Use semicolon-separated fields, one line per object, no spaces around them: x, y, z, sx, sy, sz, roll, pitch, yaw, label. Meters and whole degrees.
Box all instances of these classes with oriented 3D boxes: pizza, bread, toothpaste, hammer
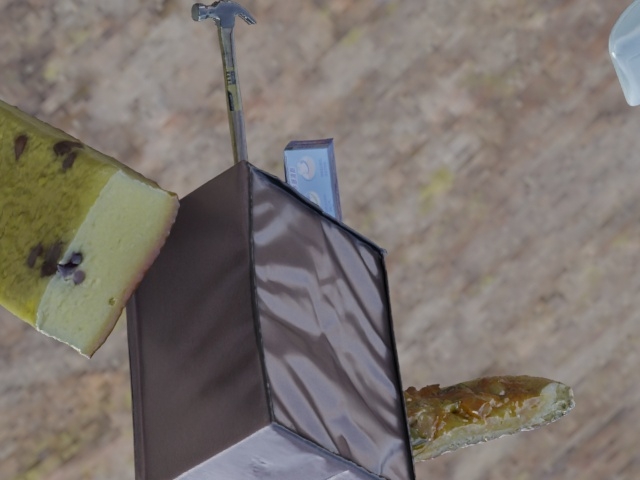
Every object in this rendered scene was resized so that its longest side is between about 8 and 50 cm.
0.112;0.178;1.757;0.292;0.058;0.197;-11;-174;37;pizza
-0.248;-0.032;1.391;0.077;0.361;0.138;29;89;-37;bread
0.000;0.000;2.339;0.053;0.066;0.272;-58;142;-69;toothpaste
-0.081;-0.138;1.654;0.062;0.017;0.182;-13;102;-31;hammer

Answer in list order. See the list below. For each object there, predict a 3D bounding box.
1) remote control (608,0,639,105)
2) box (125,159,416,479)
0.372;-0.239;1.548;0.293;0.051;0.103;-44;144;-7;remote control
-0.041;0.097;1.367;0.153;0.252;0.188;-30;137;31;box
